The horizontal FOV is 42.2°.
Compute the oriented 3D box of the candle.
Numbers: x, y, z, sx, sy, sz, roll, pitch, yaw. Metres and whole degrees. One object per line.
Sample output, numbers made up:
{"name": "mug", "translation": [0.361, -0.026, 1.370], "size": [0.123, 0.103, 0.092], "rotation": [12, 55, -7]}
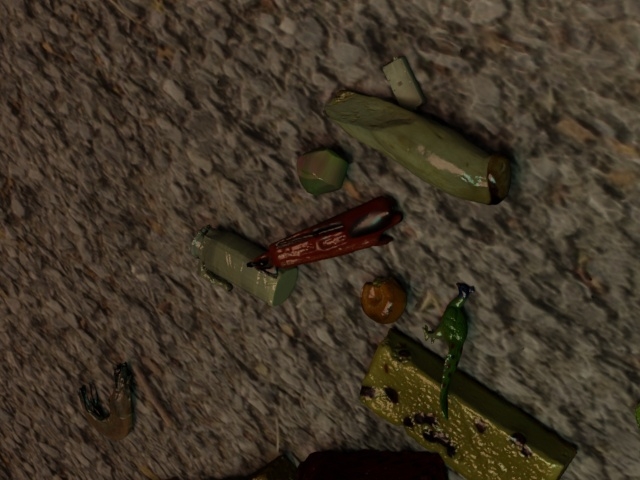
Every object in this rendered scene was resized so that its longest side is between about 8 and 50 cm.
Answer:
{"name": "candle", "translation": [0.000, 0.000, 1.408], "size": [0.301, 0.059, 0.084], "rotation": [-17, 106, 22]}

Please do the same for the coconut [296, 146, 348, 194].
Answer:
{"name": "coconut", "translation": [0.000, -0.115, 1.382], "size": [0.083, 0.082, 0.081], "rotation": [22, 94, -18]}

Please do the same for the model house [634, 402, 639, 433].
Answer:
{"name": "model house", "translation": [0.530, 0.421, 1.074], "size": [0.242, 0.312, 0.358], "rotation": [-11, 101, 38]}

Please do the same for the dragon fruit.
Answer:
{"name": "dragon fruit", "translation": [0.102, 0.458, 1.488], "size": [0.330, 0.240, 0.302], "rotation": [19, 147, 51]}

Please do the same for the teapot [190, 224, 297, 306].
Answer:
{"name": "teapot", "translation": [-0.148, 0.055, 1.539], "size": [0.200, 0.077, 0.107], "rotation": [28, 120, 22]}

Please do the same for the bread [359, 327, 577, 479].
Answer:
{"name": "bread", "translation": [0.228, 0.302, 1.374], "size": [0.361, 0.077, 0.138], "rotation": [32, 120, 21]}

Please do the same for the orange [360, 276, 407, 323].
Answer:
{"name": "orange", "translation": [0.110, 0.102, 1.393], "size": [0.086, 0.062, 0.086], "rotation": [-13, 72, 45]}

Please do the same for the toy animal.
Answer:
{"name": "toy animal", "translation": [0.197, 0.175, 1.338], "size": [0.075, 0.041, 0.217], "rotation": [5, 78, 45]}

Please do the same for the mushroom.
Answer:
{"name": "mushroom", "translation": [0.142, -0.149, 1.258], "size": [0.333, 0.107, 0.087], "rotation": [33, 78, 22]}

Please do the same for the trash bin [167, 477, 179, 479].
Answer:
{"name": "trash bin", "translation": [-0.410, 0.645, 1.864], "size": [0.238, 0.184, 0.161], "rotation": [-32, 87, 31]}

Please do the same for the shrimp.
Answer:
{"name": "shrimp", "translation": [-0.485, 0.353, 1.890], "size": [0.152, 0.046, 0.219], "rotation": [24, 119, 21]}

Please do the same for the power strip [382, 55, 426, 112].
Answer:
{"name": "power strip", "translation": [0.130, -0.241, 1.287], "size": [0.040, 0.016, 0.090], "rotation": [-24, 93, 36]}

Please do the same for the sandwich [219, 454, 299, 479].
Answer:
{"name": "sandwich", "translation": [-0.126, 0.599, 1.705], "size": [0.301, 0.099, 0.271], "rotation": [-26, 96, 34]}
